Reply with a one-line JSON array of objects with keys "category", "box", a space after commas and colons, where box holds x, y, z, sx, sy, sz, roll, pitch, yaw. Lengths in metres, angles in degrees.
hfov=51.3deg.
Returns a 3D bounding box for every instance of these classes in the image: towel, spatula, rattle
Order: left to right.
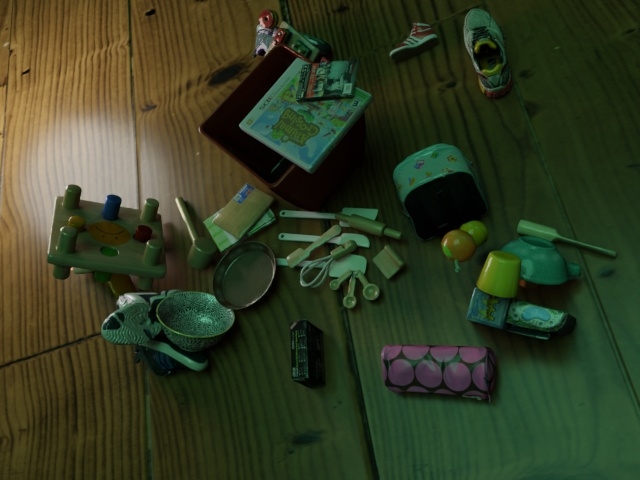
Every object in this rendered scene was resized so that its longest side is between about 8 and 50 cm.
[{"category": "rattle", "box": [-0.554, 0.091, 1.681, 0.200, 0.143, 0.130, -17, 27, 30]}, {"category": "towel", "box": [-0.190, -0.046, 1.574, 0.152, 0.023, 0.113, -32, 55, -3]}, {"category": "spatula", "box": [0.000, 0.000, 1.486, 0.242, 0.019, 0.168, 3, 71, 25]}]

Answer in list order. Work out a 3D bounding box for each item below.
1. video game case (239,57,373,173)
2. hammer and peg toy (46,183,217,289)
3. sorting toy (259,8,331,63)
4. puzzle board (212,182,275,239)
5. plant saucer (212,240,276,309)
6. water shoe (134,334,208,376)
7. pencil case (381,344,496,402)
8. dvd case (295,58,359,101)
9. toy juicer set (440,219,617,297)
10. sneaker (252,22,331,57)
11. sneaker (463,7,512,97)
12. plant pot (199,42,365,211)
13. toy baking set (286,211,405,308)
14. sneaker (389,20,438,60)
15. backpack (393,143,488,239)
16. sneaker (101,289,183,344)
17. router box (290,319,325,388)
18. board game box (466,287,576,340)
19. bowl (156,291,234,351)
[{"category": "video game case", "box": [-0.032, -0.254, 1.328, 0.212, 0.023, 0.193, 35, 82, 31]}, {"category": "hammer and peg toy", "box": [-0.442, -0.003, 1.567, 0.266, 0.361, 0.127, -114, 40, -52]}, {"category": "sorting toy", "box": [-0.081, -0.445, 1.648, 0.274, 0.046, 0.132, 45, 121, 19]}, {"category": "puzzle board", "box": [-0.180, -0.069, 1.563, 0.096, 0.011, 0.128, 30, 72, 31]}, {"category": "plant saucer", "box": [-0.168, 0.082, 1.509, 0.168, 0.029, 0.168, -15, 56, 23]}, {"category": "water shoe", "box": [-0.334, 0.270, 1.498, 0.203, 0.073, 0.080, 16, 98, 32]}, {"category": "pencil case", "box": [0.219, 0.245, 1.245, 0.209, 0.095, 0.098, -1, 88, 26]}, {"category": "dvd case", "box": [0.013, -0.316, 1.318, 0.119, 0.013, 0.087, -1, 65, 23]}, {"category": "toy juicer set", "box": [0.359, 0.030, 1.225, 0.209, 0.329, 0.089, 31, 120, 48]}, {"category": "sneaker", "box": [-0.074, -0.486, 1.712, 0.224, 0.083, 0.098, 25, 108, 28]}, {"category": "sneaker", "box": [0.368, -0.428, 1.465, 0.088, 0.093, 0.225, -19, 61, 15]}, {"category": "plant pot", "box": [-0.051, -0.220, 1.473, 0.267, 0.236, 0.267, -48, 57, -4]}, {"category": "toy baking set", "box": [0.051, 0.032, 1.420, 0.256, 0.030, 0.197, 24, 79, 28]}, {"category": "sneaker", "box": [0.214, -0.475, 1.583, 0.118, 0.042, 0.067, -21, 65, 6]}, {"category": "backpack", "box": [0.233, -0.109, 1.330, 0.166, 0.188, 0.144, -21, 62, 15]}, {"category": "sneaker", "box": [-0.428, 0.174, 1.499, 0.153, 0.235, 0.094, -10, 105, 33]}, {"category": "router box", "box": [-0.026, 0.231, 1.354, 0.038, 0.092, 0.122, -12, 63, 19]}, {"category": "board game box", "box": [0.335, 0.132, 1.173, 0.194, 0.194, 0.060, 14, 87, 29]}, {"category": "bowl", "box": [-0.279, 0.191, 1.471, 0.170, 0.170, 0.080, 32, 122, 31]}]
